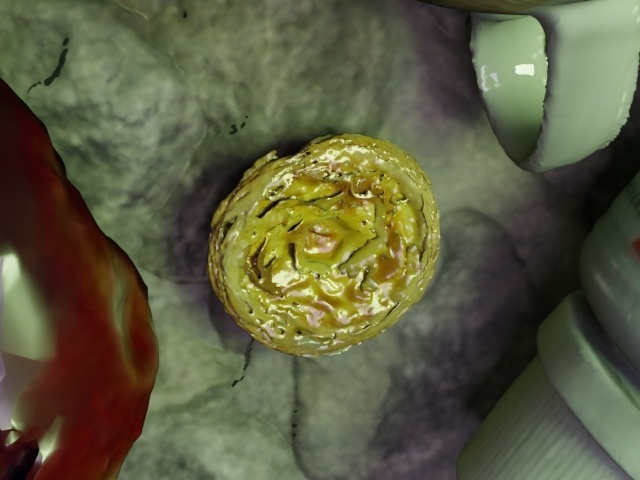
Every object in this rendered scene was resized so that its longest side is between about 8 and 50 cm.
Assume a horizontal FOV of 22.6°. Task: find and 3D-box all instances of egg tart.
[{"bbox_3d":[0.000,0.000,0.838,0.129,0.049,0.128,-6,115,-14],"label":"egg tart"}]

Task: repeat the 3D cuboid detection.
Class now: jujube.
[{"bbox_3d":[-0.233,0.087,0.712,0.258,0.258,0.376,35,96,-20],"label":"jujube"}]

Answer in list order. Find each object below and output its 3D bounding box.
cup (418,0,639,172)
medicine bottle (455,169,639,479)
[{"bbox_3d":[0.086,-0.159,0.691,0.227,0.257,0.301,-14,113,-4],"label":"cup"},{"bbox_3d":[0.237,0.064,0.803,0.245,0.245,0.306,31,107,-20],"label":"medicine bottle"}]
